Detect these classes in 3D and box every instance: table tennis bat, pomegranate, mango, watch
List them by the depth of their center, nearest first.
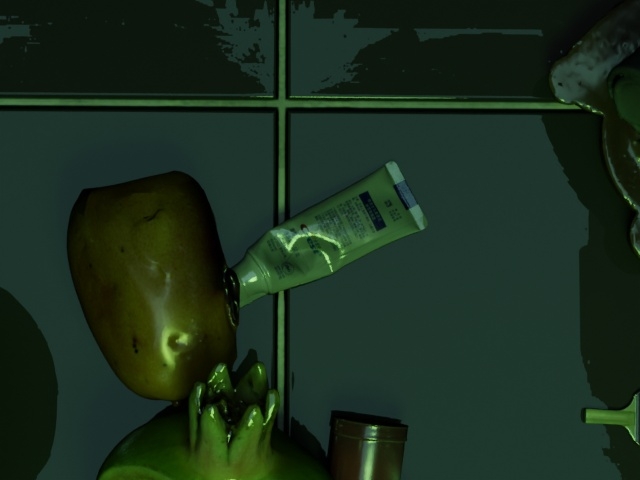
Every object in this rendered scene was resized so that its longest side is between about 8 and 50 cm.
[{"bbox_3d":[-0.091,0.287,1.471,0.309,0.216,0.359,26,121,27],"label":"pomegranate"},{"bbox_3d":[0.454,-0.154,1.493,0.314,0.327,0.335,-41,88,-4],"label":"watch"},{"bbox_3d":[-0.198,0.062,1.542,0.152,0.201,0.287,-13,77,-44],"label":"mango"},{"bbox_3d":[0.409,0.224,1.625,0.156,0.013,0.087,4,87,-2],"label":"table tennis bat"}]

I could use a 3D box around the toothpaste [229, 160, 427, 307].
[{"bbox_3d":[0.000,0.000,1.612,0.266,0.061,0.096,-28,86,-10],"label":"toothpaste"}]

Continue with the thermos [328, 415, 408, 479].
[{"bbox_3d":[0.043,0.333,1.571,0.124,0.099,0.232,7,88,34],"label":"thermos"}]
